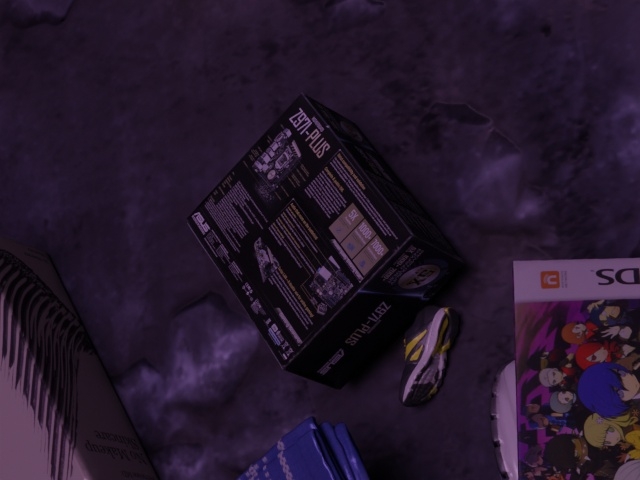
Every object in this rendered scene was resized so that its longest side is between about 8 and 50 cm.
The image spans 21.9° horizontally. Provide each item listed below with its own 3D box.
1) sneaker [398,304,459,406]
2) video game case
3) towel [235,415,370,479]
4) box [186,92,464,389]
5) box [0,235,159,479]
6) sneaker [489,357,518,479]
[{"bbox_3d":[0.079,0.088,1.273,0.035,0.031,0.083,21,85,46],"label":"sneaker"},{"bbox_3d":[0.234,0.120,1.089,0.210,0.042,0.232,-1,65,8],"label":"video game case"},{"bbox_3d":[-0.045,0.317,1.249,0.336,0.040,0.243,-44,60,33],"label":"towel"},{"bbox_3d":[0.000,0.000,1.300,0.147,0.077,0.180,-47,52,14],"label":"box"},{"bbox_3d":[-0.247,0.128,1.415,0.094,0.113,0.275,-40,62,16],"label":"box"},{"bbox_3d":[0.211,0.204,1.131,0.129,0.111,0.297,-29,67,6],"label":"sneaker"}]
